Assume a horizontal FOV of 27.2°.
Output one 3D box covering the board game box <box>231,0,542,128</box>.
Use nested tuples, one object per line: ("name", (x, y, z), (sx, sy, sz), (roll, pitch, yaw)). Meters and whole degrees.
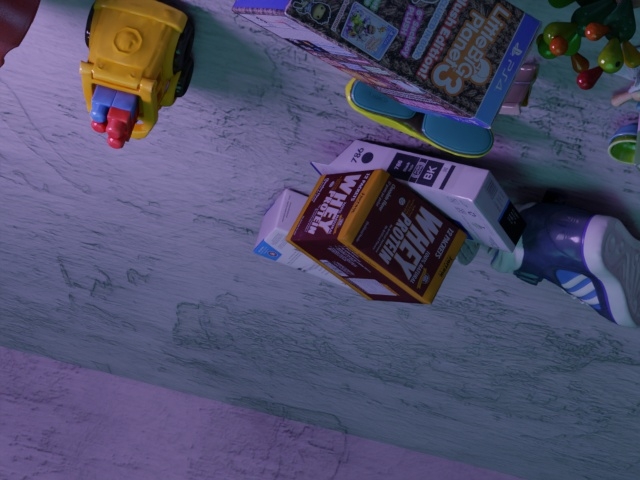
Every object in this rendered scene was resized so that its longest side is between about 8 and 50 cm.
("board game box", (0.074, -0.270, 1.591), (0.291, 0.141, 0.232), (26, -179, -22))

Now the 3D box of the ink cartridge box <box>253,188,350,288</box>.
("ink cartridge box", (0.000, 0.000, 2.387), (0.203, 0.086, 0.148), (21, 156, -13))

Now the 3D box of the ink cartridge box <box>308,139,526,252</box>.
("ink cartridge box", (0.151, -0.078, 2.098), (0.333, 0.065, 0.165), (16, 161, 38))

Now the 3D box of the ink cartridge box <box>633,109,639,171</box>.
("ink cartridge box", (0.469, -0.152, 1.620), (0.093, 0.219, 0.160), (-11, 145, 40))

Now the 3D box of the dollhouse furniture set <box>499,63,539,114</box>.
("dollhouse furniture set", (0.240, -0.200, 1.830), (0.152, 0.076, 0.058), (8, 154, 41))

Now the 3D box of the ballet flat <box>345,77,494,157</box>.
("ballet flat", (0.144, -0.184, 1.940), (0.231, 0.077, 0.077), (21, 177, -5))

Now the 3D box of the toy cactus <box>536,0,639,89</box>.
("toy cactus", (0.338, -0.262, 1.545), (0.180, 0.219, 0.112), (-38, 110, 15))

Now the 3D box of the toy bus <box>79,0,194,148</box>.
("toy bus", (-0.280, -0.222, 1.931), (0.149, 0.211, 0.220), (14, 157, 1))

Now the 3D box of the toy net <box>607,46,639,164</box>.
("toy net", (0.449, -0.176, 1.788), (0.122, 0.045, 0.232), (7, 154, 19))

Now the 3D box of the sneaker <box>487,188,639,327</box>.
("sneaker", (0.403, 0.033, 2.190), (0.236, 0.130, 0.323), (10, 160, 33))

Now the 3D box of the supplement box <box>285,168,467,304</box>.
("supplement box", (0.086, -0.005, 2.087), (0.191, 0.129, 0.194), (36, 163, -24))

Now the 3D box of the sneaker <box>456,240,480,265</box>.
("sneaker", (0.222, -0.014, 2.284), (0.065, 0.061, 0.158), (31, 170, 42))

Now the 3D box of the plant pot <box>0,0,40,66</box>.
("plant pot", (-0.533, -0.358, 1.761), (0.272, 0.272, 0.265), (-9, 154, 43))
